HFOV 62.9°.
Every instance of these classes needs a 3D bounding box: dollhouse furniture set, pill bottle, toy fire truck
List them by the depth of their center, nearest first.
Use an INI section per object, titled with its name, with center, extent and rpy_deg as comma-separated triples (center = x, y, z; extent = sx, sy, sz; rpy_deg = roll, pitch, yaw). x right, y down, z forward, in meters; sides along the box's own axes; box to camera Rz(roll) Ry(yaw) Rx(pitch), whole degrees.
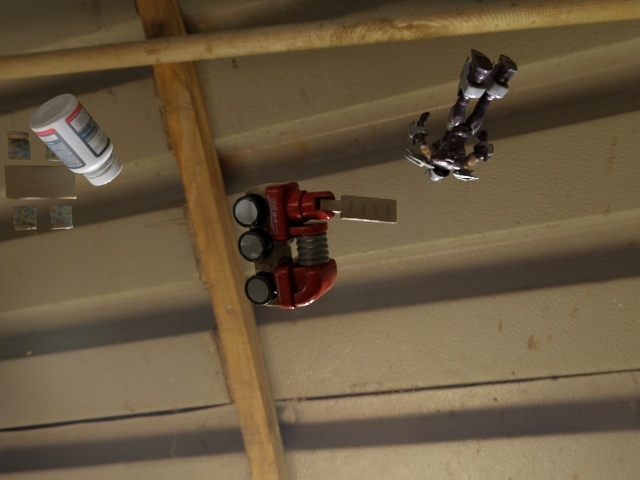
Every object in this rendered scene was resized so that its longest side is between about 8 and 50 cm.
[toy fire truck]
center = 0.000, 0.000, 0.925
extent = 0.247, 0.158, 0.216
rpy_deg = -2, -79, 25
[pill bottle]
center = -0.510, -0.207, 1.109
extent = 0.108, 0.107, 0.180
rpy_deg = -16, -44, 12
[dollhouse furniture set]
center = -0.660, -0.128, 1.128
extent = 0.242, 0.161, 0.211
rpy_deg = -4, -88, -29

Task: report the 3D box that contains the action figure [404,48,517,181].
[action figure]
center = 0.284, -0.231, 1.053
extent = 0.186, 0.099, 0.284
rpy_deg = 9, -50, -18
